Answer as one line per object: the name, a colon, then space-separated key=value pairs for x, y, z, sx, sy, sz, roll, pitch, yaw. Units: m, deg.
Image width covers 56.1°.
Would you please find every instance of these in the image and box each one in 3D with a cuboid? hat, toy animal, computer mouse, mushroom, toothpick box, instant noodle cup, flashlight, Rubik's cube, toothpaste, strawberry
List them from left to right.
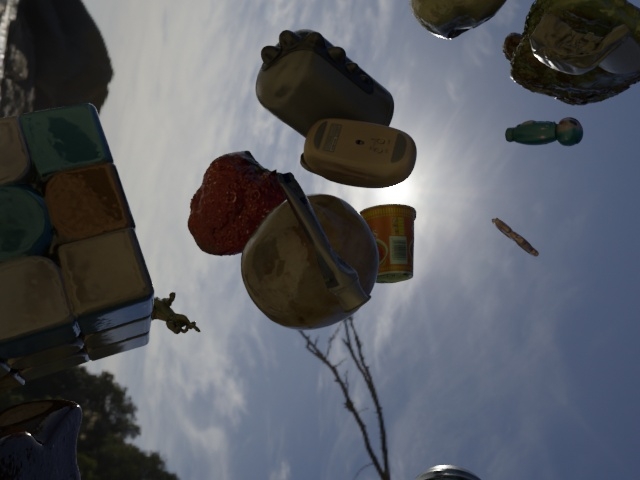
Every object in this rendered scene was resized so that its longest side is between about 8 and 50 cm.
Rubik's cube: x=-0.486 y=0.031 z=0.979 sx=0.347 sy=0.344 sz=0.347 roll=69 pitch=-22 yaw=14
toy animal: x=-0.333 y=0.156 z=1.307 sx=0.219 sy=0.069 sz=0.086 roll=18 pitch=-50 yaw=38
strawberry: x=-0.224 y=-0.083 z=1.574 sx=0.277 sy=0.257 sz=0.257 roll=-47 pitch=-161 yaw=-18
mushroom: x=-0.031 y=0.038 z=1.294 sx=0.290 sy=0.297 sz=0.298 roll=-135 pitch=-120 yaw=-66
toothpaste: x=0.000 y=0.000 z=1.049 sx=0.061 sy=0.266 sz=0.096 roll=-29 pitch=-177 yaw=14
toothpick box: x=0.001 y=-0.337 z=1.341 sx=0.229 sy=0.316 sz=0.229 roll=-35 pitch=-142 yaw=33
computer mouse: x=0.079 y=-0.178 z=1.235 sx=0.082 sy=0.236 sz=0.145 roll=83 pitch=19 yaw=-58
instant noodle cup: x=0.186 y=0.014 z=1.615 sx=0.168 sy=0.168 sz=0.185 roll=-30 pitch=-121 yaw=57
flashlight: x=0.387 y=-0.184 z=1.043 sx=0.129 sy=0.051 sz=0.051 roll=1 pitch=-100 yaw=37
hat: x=0.585 y=-0.398 z=1.323 sx=0.149 sy=0.244 sz=0.214 roll=-54 pitch=-142 yaw=2

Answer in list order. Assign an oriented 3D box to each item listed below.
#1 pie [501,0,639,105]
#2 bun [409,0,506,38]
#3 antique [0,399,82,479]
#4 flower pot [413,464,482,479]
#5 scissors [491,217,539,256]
pie: x=0.701 y=-0.501 z=1.562 sx=0.418 sy=0.394 sz=0.181 roll=143 pitch=-35 yaw=-82
bun: x=0.373 y=-0.635 z=1.598 sx=0.273 sy=0.272 sz=0.169 roll=32 pitch=-35 yaw=62
antique: x=-0.366 y=0.251 z=0.655 sx=0.257 sy=0.143 sz=0.121 roll=5 pitch=84 yaw=-80
flower pot: x=0.225 y=0.512 z=1.050 sx=0.243 sy=0.157 sz=0.190 roll=-74 pitch=156 yaw=-63
scissors: x=0.561 y=0.002 z=1.695 sx=0.160 sy=0.317 sz=0.024 roll=44 pitch=-79 yaw=28
